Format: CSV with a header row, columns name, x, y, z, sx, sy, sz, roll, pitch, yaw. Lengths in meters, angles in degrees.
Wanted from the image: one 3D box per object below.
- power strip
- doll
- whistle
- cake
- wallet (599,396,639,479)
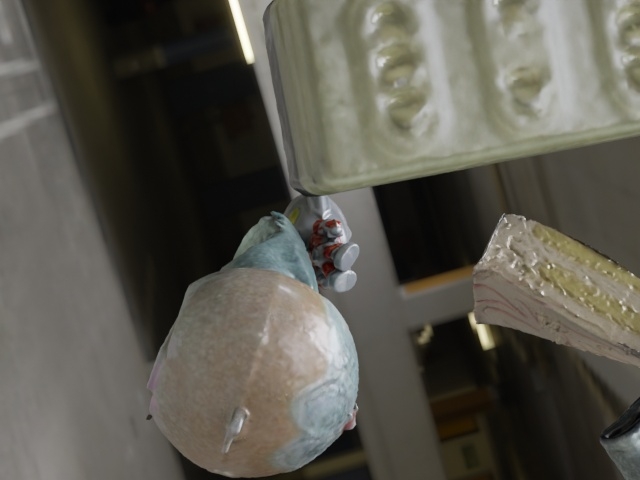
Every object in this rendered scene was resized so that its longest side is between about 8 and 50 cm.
name,x,y,z,sx,sy,sz,roll,pitch,yaw
power strip,0.104,-0.096,0.775,0.070,0.257,0.105,177,-98,-76
doll,0.000,0.000,1.462,0.180,0.079,0.094,-129,-138,-68
whistle,-0.045,0.084,1.306,0.348,0.189,0.189,-81,157,-62
cake,0.144,0.036,0.818,0.052,0.121,0.065,-56,166,-31
wallet,0.255,0.101,0.789,0.036,0.222,0.167,-12,-68,58
